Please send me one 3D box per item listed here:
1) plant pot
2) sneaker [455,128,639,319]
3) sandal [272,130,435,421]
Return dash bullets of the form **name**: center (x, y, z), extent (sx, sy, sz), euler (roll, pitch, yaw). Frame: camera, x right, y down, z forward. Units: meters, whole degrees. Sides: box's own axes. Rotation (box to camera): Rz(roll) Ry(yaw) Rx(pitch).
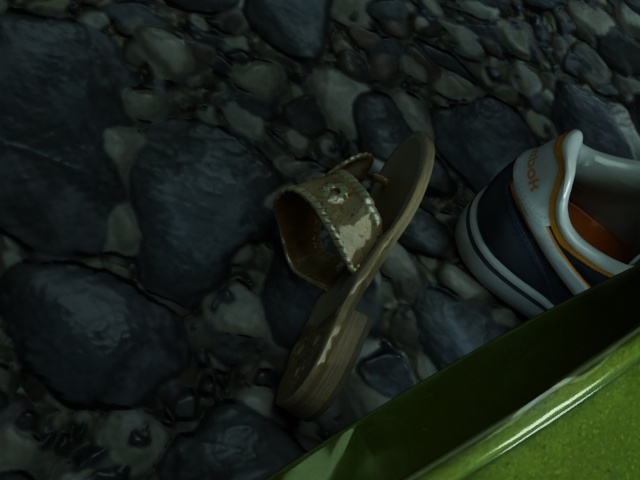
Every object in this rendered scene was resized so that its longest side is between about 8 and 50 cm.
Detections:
- **plant pot**: center (0.132, 0.240, 0.764), extent (0.366, 0.366, 0.353), euler (-29, 87, -40)
- **sneaker**: center (0.256, 0.044, 1.094), extent (0.321, 0.127, 0.126), euler (31, 47, -9)
- **sandal**: center (0.003, -0.003, 1.005), extent (0.079, 0.088, 0.240), euler (32, 53, -14)
